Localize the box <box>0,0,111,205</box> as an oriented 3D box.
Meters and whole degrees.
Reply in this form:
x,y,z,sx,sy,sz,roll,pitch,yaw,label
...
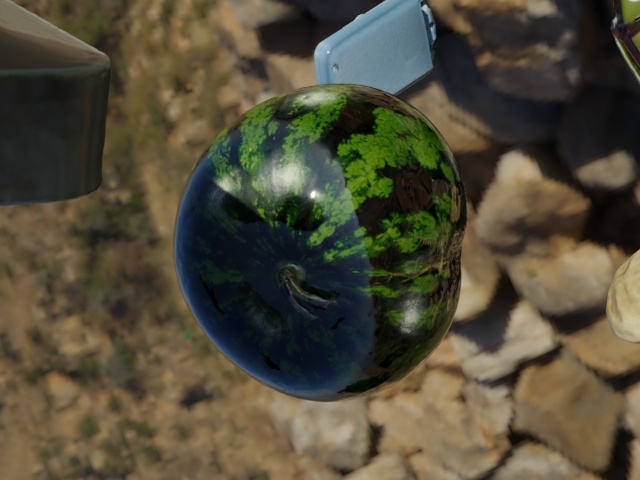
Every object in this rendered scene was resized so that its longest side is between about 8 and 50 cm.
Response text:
x,y,z,sx,sy,sz,roll,pitch,yaw,label
-0.375,-0.111,1.052,0.396,0.396,0.111,33,122,56,box

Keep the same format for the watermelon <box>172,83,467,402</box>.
x,y,z,sx,sy,sz,roll,pitch,yaw,label
0.002,-0.001,1.365,0.269,0.269,0.269,50,152,39,watermelon

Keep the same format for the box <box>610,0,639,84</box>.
x,y,z,sx,sy,sz,roll,pitch,yaw,label
0.503,-0.340,1.637,0.138,0.420,0.373,51,-152,-24,box

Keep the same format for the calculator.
x,y,z,sx,sy,sz,roll,pitch,yaw,label
0.068,-0.227,2.027,0.039,0.210,0.121,22,138,44,calculator

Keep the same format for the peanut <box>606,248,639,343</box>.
x,y,z,sx,sy,sz,roll,pitch,yaw,label
0.298,0.003,1.269,0.104,0.228,0.085,-8,121,43,peanut
